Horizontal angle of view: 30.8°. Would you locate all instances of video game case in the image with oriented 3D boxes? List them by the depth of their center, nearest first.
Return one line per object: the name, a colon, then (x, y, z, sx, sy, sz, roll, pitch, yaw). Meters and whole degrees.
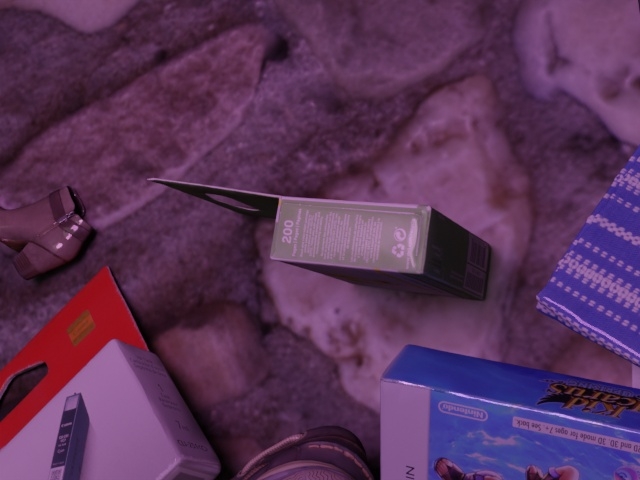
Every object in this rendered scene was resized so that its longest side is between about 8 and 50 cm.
video game case: (0.174, 0.215, 0.813, 0.270, 0.061, 0.244, 9, 116, 24)

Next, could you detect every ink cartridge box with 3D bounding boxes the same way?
ink cartridge box: (0.000, 0.000, 0.923, 0.235, 0.171, 0.056, 5, 83, 24)
ink cartridge box: (-0.257, 0.195, 1.019, 0.296, 0.066, 0.261, -45, 53, 10)

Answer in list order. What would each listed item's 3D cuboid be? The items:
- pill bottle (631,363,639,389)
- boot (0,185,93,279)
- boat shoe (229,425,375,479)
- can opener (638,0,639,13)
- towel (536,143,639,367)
pill bottle: (0.336, 0.086, 0.790, 0.229, 0.131, 0.131, 2, 82, 23)
boot: (-0.271, -0.022, 1.115, 0.087, 0.042, 0.118, -41, 70, 5)
boat shoe: (-0.075, 0.276, 0.935, 0.132, 0.130, 0.355, 46, 116, -7)
can opener: (0.272, -0.111, 0.864, 0.076, 0.095, 0.283, -15, 75, 41)
towel: (0.329, -0.030, 0.761, 0.243, 0.040, 0.336, 31, 76, 28)
